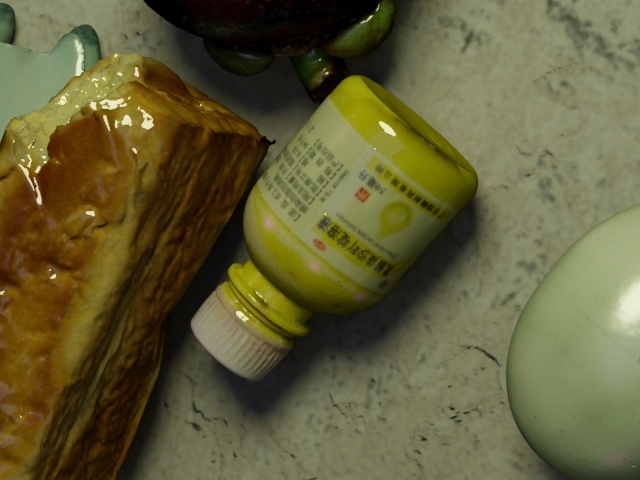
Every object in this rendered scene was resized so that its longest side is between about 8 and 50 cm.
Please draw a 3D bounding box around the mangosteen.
[{"bbox_3d":[-0.026,-0.216,1.072,0.216,0.216,0.216,0,89,17],"label":"mangosteen"}]

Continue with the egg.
[{"bbox_3d":[0.210,0.062,1.020,0.151,0.151,0.209,37,97,14],"label":"egg"}]

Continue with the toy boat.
[{"bbox_3d":[-0.240,-0.075,1.208,0.134,0.079,0.207,15,82,13],"label":"toy boat"}]

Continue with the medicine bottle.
[{"bbox_3d":[0.000,0.000,1.099,0.122,0.122,0.212,43,101,13],"label":"medicine bottle"}]

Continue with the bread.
[{"bbox_3d":[-0.180,0.034,1.110,0.149,0.195,0.344,30,100,23],"label":"bread"}]
